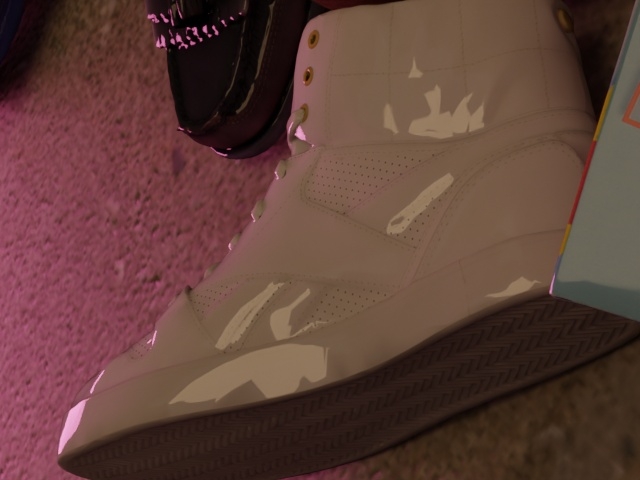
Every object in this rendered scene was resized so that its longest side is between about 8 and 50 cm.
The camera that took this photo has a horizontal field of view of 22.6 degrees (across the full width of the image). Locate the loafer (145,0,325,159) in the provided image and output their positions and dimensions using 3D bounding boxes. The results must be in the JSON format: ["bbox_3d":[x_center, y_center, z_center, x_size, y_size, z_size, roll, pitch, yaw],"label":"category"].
[{"bbox_3d":[-0.058,-0.194,0.818,0.109,0.095,0.303,-10,71,47],"label":"loafer"}]

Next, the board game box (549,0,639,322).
[{"bbox_3d":[0.184,-0.091,0.447,0.144,0.142,0.275,18,91,23],"label":"board game box"}]

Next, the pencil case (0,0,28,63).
[{"bbox_3d":[-0.206,-0.222,0.977,0.133,0.119,0.306,39,108,36],"label":"pencil case"}]

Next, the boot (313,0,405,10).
[{"bbox_3d":[0.109,-0.150,0.629,0.305,0.115,0.112,-6,65,29],"label":"boot"}]

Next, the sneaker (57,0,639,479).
[{"bbox_3d":[0.000,0.000,0.696,0.292,0.108,0.169,-24,59,31],"label":"sneaker"}]
